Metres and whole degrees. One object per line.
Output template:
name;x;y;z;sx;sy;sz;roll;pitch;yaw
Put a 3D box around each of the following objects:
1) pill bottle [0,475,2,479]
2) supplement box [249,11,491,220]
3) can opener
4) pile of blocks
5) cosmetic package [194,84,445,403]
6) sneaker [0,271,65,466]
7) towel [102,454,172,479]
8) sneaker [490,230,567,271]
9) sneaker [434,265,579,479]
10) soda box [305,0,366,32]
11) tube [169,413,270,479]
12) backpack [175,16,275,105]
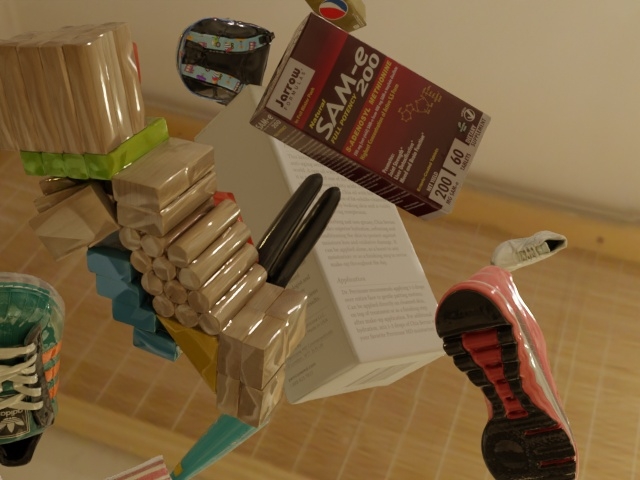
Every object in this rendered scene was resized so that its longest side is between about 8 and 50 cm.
pill bottle;-0.329;0.246;0.877;0.043;0.043;0.083;23;-62;6
supplement box;0.057;-0.135;1.029;0.239;0.130;0.073;27;-13;-12
can opener;-0.045;0.022;0.812;0.059;0.186;0.073;26;7;-46
pile of blocks;-0.132;-0.020;0.749;0.149;0.112;0.362;-20;-73;34
cosmetic package;0.000;0.000;1.402;0.161;0.230;0.453;-36;-114;38
sneaker;-0.327;0.147;0.985;0.108;0.121;0.302;-2;-33;-13
towel;-0.259;0.369;1.242;0.144;0.029;0.197;-22;-44;-11
sneaker;0.374;0.017;1.641;0.061;0.152;0.053;-1;-71;70
sneaker;0.249;0.171;1.110;0.116;0.136;0.314;-13;-74;33
soda box;0.004;-0.397;1.416;0.061;0.058;0.181;-18;-36;24
tube;-0.151;0.287;1.269;0.207;0.080;0.052;-45;-104;27
backpack;-0.189;-0.327;1.656;0.117;0.173;0.158;25;-73;50
